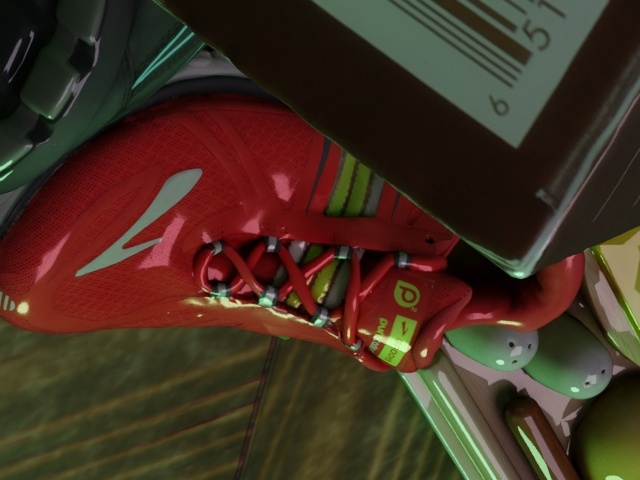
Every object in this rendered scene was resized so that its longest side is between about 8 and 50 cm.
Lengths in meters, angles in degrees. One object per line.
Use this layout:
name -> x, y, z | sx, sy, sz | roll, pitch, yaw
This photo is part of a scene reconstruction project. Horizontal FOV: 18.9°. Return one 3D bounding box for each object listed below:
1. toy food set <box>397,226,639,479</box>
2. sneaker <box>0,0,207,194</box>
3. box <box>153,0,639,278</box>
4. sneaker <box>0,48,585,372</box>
toy food set -> 0.181, 0.078, 0.940 | 0.220, 0.092, 0.306 | -36, 119, -9
sneaker -> -0.043, -0.134, 0.580 | 0.267, 0.101, 0.106 | -52, 167, 14
box -> 0.132, -0.127, 0.607 | 0.381, 0.143, 0.191 | -22, 146, -60
sneaker -> 0.000, 0.000, 0.728 | 0.279, 0.118, 0.107 | -6, 132, -42
